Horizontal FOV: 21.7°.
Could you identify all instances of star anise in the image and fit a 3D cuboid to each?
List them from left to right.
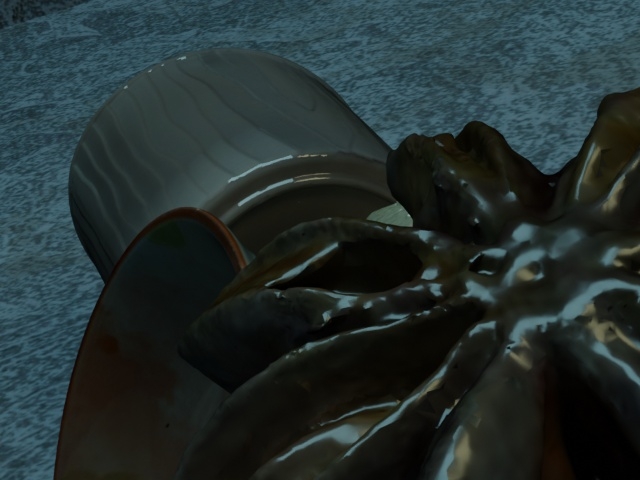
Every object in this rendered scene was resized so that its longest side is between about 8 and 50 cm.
[{"bbox_3d":[0.085,0.049,0.539,0.315,0.108,0.315,-9,41,8],"label":"star anise"}]

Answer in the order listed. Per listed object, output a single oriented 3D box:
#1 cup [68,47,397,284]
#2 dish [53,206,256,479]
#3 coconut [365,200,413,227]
[{"bbox_3d":[-0.011,0.015,1.103,0.208,0.288,0.273,-57,22,7],"label":"cup"},{"bbox_3d":[-0.053,0.117,0.847,0.085,0.260,0.260,10,9,-27],"label":"dish"},{"bbox_3d":[0.076,0.065,0.894,0.194,0.194,0.194,-14,21,5],"label":"coconut"}]
